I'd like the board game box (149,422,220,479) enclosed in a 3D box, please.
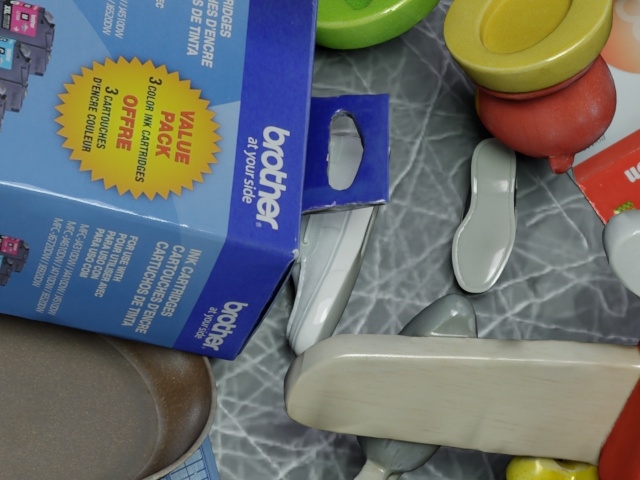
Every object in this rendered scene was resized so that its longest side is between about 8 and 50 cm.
[{"bbox_3d":[-0.124,0.242,1.115,0.194,0.060,0.194,-24,78,-25],"label":"board game box"}]

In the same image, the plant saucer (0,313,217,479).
[{"bbox_3d":[-0.222,0.084,1.091,0.310,0.050,0.310,17,26,-8],"label":"plant saucer"}]

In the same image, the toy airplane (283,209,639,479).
[{"bbox_3d":[0.219,0.125,1.112,0.384,0.272,0.386,-36,107,2],"label":"toy airplane"}]

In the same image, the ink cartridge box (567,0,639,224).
[{"bbox_3d":[0.244,-0.106,1.321,0.145,0.045,0.179,-29,75,-17],"label":"ink cartridge box"}]

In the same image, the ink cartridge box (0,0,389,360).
[{"bbox_3d":[-0.152,-0.087,1.144,0.395,0.151,0.270,14,54,-16],"label":"ink cartridge box"}]

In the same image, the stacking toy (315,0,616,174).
[{"bbox_3d":[0.140,-0.200,1.297,0.279,0.130,0.309,9,54,33],"label":"stacking toy"}]

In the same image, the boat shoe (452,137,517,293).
[{"bbox_3d":[0.126,-0.015,1.271,0.046,0.038,0.125,2,68,11],"label":"boat shoe"}]

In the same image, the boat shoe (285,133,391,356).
[{"bbox_3d":[0.000,0.000,1.232,0.063,0.066,0.184,16,69,8],"label":"boat shoe"}]
